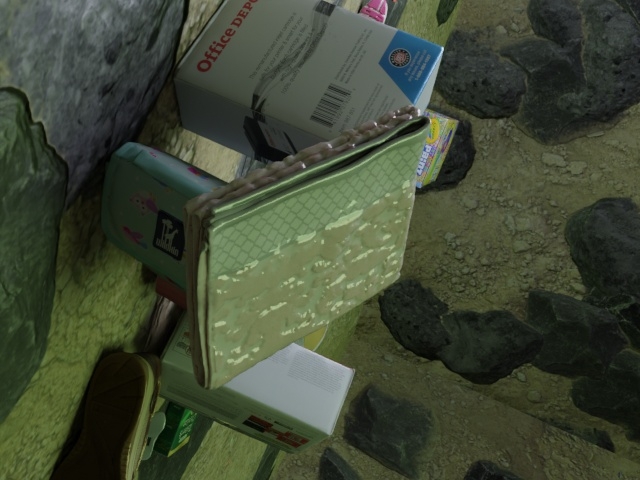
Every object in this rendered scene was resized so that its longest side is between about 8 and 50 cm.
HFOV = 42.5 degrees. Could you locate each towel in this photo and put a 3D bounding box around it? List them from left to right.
[{"bbox_3d":[-0.013,0.015,1.010,0.332,0.053,0.317,-27,145,-27],"label":"towel"}]

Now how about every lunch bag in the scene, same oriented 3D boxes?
[{"bbox_3d":[-0.160,-0.012,1.095,0.160,0.223,0.262,-55,166,-16],"label":"lunch bag"}]

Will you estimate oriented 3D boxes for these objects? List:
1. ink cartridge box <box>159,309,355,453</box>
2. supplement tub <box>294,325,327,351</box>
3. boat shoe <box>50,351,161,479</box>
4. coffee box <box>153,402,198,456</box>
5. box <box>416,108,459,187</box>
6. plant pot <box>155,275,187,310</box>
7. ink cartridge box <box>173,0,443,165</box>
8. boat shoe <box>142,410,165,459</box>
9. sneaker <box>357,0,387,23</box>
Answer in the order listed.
[{"bbox_3d":[-0.134,0.255,1.482,0.130,0.310,0.272,-67,-174,-26],"label":"ink cartridge box"},{"bbox_3d":[-0.100,0.116,1.618,0.331,0.241,0.241,92,24,-63],"label":"supplement tub"},{"bbox_3d":[-0.329,0.335,1.297,0.123,0.123,0.341,6,101,-78],"label":"boat shoe"},{"bbox_3d":[-0.287,0.356,1.741,0.113,0.040,0.184,-10,123,-77],"label":"coffee box"},{"bbox_3d":[0.173,-0.267,2.049,0.290,0.279,0.177,-28,140,-74],"label":"box"},{"bbox_3d":[-0.155,0.050,1.308,0.201,0.180,0.201,-161,-90,-88],"label":"plant pot"},{"bbox_3d":[-0.016,-0.214,1.160,0.129,0.308,0.223,97,19,-62],"label":"ink cartridge box"},{"bbox_3d":[-0.331,0.377,1.607,0.035,0.035,0.100,-160,-91,-73],"label":"boat shoe"},{"bbox_3d":[0.114,-0.485,1.891,0.075,0.063,0.170,-53,168,-51],"label":"sneaker"}]
